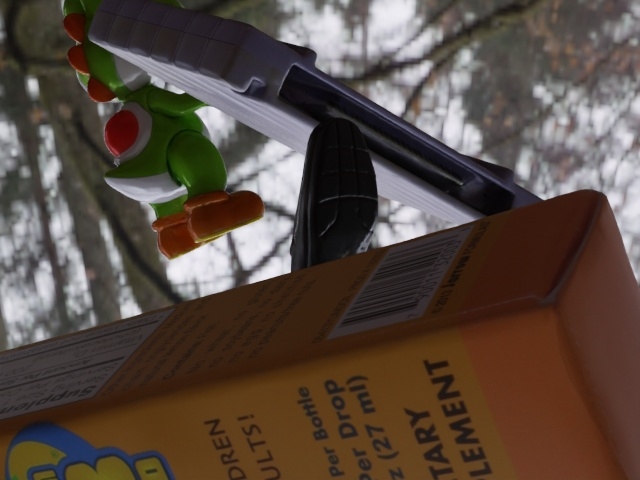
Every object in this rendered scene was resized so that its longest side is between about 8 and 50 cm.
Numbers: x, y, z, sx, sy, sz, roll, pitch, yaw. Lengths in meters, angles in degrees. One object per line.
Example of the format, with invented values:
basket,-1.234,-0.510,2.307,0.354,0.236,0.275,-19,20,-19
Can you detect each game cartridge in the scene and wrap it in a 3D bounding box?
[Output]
game cartridge,0.002,-0.101,1.224,0.230,0.355,0.068,30,-87,52

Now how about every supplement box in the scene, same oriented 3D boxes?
supplement box,-0.022,0.059,0.424,0.233,0.078,0.080,-16,-163,28

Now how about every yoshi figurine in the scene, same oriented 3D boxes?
yoshi figurine,-0.188,-0.173,1.876,0.203,0.203,0.362,-25,-88,5

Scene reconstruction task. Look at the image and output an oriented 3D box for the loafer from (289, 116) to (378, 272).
loafer,0.000,0.000,1.028,0.062,0.170,0.061,3,180,-39
